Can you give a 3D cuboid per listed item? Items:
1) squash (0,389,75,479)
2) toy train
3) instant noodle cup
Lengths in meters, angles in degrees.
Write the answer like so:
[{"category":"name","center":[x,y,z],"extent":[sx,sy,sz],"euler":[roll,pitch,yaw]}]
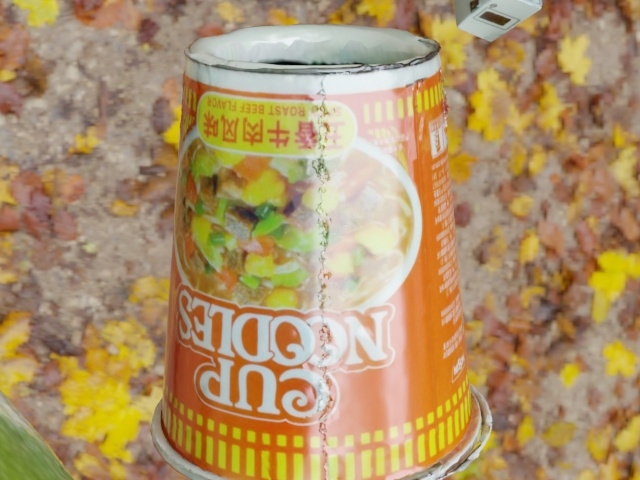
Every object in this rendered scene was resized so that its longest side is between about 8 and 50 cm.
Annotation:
[{"category":"squash","center":[-0.219,0.140,0.405],"extent":[0.310,0.310,0.308],"euler":[-31,84,-32]},{"category":"toy train","center":[0.098,-0.220,0.727],"extent":[0.047,0.043,0.207],"euler":[14,62,-31]},{"category":"instant noodle cup","center":[0.000,0.000,0.641],"extent":[0.193,0.193,0.212],"euler":[-15,114,-37]}]
